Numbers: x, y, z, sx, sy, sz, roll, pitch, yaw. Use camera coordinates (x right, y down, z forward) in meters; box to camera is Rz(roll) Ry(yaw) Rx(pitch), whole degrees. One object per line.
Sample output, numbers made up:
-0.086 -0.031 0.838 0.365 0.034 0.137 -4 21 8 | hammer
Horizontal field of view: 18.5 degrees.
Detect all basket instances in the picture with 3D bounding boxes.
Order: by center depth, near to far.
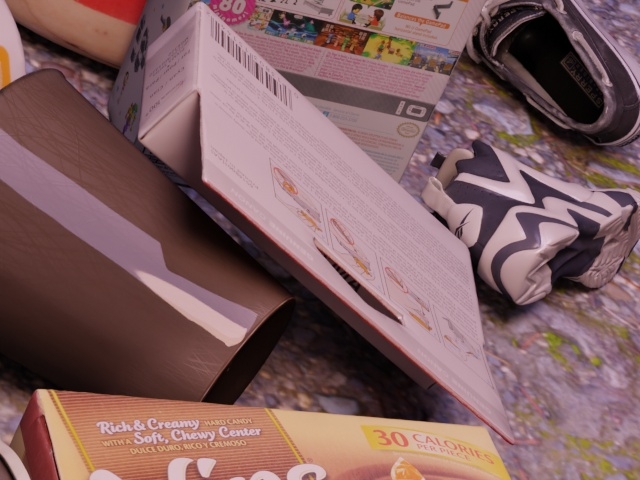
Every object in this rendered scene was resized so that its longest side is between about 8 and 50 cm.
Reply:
-0.142 0.021 1.277 0.227 0.154 0.204 36 45 8 | basket

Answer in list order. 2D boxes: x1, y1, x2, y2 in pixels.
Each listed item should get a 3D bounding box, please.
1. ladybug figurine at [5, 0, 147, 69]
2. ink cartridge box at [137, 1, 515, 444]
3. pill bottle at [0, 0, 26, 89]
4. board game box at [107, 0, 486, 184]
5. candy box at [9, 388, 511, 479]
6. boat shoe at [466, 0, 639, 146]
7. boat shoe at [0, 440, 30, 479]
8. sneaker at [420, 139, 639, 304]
-0.109 -0.254 1.673 0.449 0.162 0.305 16 33 -14 | ladybug figurine
0.000 0.000 1.352 0.296 0.066 0.261 41 21 -24 | ink cartridge box
-0.347 -0.101 1.291 0.278 0.162 0.162 -9 46 -42 | pill bottle
-0.008 -0.175 1.497 0.224 0.303 0.097 11 35 -22 | board game box
-0.018 0.190 1.170 0.316 0.087 0.183 7 37 -27 | candy box
0.183 -0.203 1.847 0.105 0.113 0.306 3 46 -54 | boat shoe
-0.220 0.136 1.125 0.069 0.081 0.228 -2 34 -32 | boat shoe
0.168 -0.030 1.606 0.153 0.094 0.235 40 35 23 | sneaker
